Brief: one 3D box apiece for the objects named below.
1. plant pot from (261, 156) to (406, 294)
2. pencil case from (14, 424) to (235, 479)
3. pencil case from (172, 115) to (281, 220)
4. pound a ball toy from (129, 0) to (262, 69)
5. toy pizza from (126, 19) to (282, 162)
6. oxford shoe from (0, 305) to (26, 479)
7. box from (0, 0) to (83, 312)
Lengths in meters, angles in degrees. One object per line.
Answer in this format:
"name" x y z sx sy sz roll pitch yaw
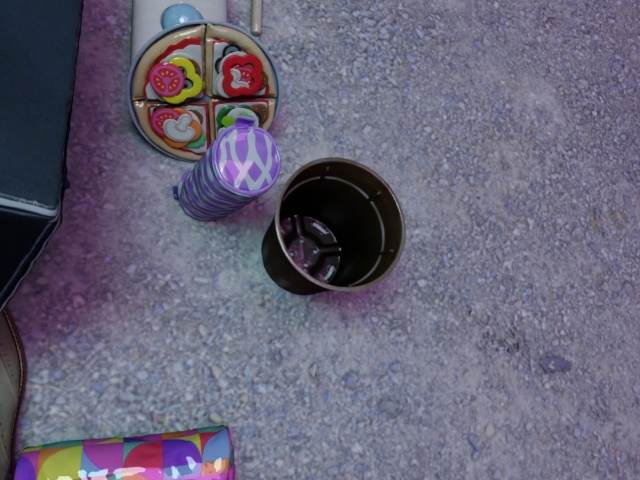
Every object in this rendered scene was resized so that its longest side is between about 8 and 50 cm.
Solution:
"plant pot" 0.000 0.000 0.694 0.167 0.165 0.166 6 73 -19
"pencil case" -0.212 0.266 0.581 0.237 0.104 0.104 -1 76 -21
"pencil case" -0.119 -0.080 0.656 0.087 0.206 0.088 6 82 -27
"pound a ball toy" -0.160 -0.366 0.756 0.208 0.136 0.318 2 75 -19
"toy pizza" -0.147 -0.183 0.687 0.202 0.201 0.032 -2 41 -20
"oxford shoe" -0.371 0.170 0.531 0.123 0.130 0.347 -11 79 -22
"box" -0.454 -0.201 0.376 0.480 0.297 0.471 17 51 -38
